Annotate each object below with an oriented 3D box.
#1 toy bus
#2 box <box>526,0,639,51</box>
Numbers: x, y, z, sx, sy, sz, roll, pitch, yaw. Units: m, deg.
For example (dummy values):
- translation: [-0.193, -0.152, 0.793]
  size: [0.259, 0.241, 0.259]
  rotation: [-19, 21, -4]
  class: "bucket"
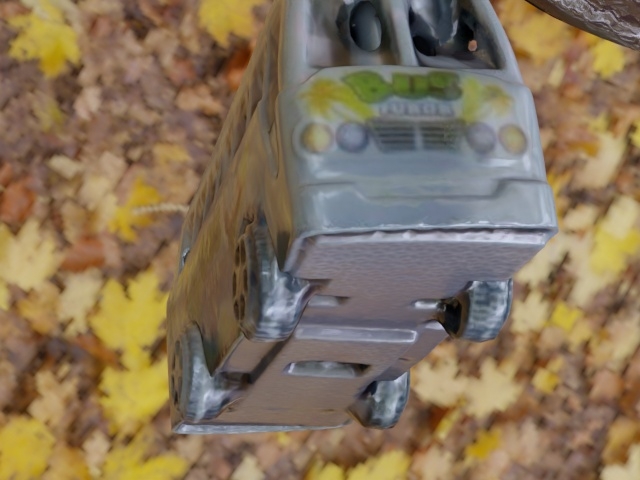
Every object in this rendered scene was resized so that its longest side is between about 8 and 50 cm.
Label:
- translation: [0.000, 0.000, 0.703]
  size: [0.109, 0.136, 0.329]
  rotation: [1, 161, -13]
  class: "toy bus"
- translation: [0.093, -0.123, 0.379]
  size: [0.151, 0.151, 0.135]
  rotation: [0, 128, -46]
  class: "box"
